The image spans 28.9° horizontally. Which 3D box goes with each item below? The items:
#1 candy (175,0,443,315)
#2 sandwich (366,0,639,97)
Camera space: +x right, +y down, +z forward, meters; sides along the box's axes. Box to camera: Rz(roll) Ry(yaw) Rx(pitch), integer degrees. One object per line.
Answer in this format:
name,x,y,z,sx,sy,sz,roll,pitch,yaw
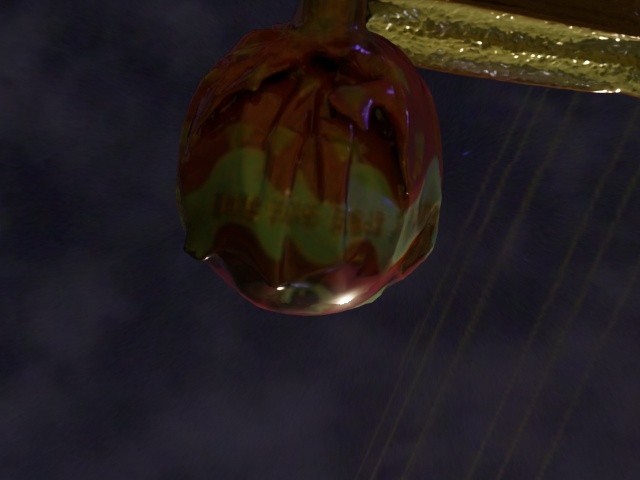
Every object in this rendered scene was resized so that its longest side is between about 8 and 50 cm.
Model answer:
candy,0.008,-0.114,0.350,0.078,0.084,0.288,16,-71,26
sandwich,0.140,-0.170,0.887,0.244,0.090,0.088,9,-117,-8
